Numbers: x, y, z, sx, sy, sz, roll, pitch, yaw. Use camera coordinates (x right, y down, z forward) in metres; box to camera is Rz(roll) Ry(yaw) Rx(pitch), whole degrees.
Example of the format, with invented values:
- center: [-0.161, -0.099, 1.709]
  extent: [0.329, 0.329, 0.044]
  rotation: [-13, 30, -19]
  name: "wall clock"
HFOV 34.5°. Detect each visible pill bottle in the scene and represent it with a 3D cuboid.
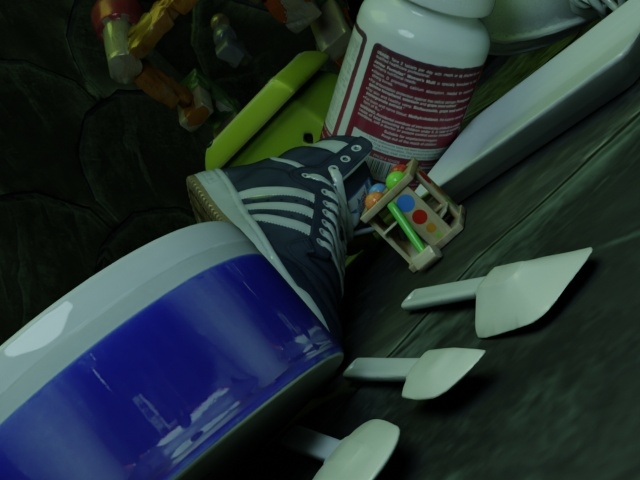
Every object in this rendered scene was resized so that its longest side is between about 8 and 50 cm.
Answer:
- center: [0.080, -0.150, 0.925]
  extent: [0.121, 0.121, 0.221]
  rotation: [-55, -14, -58]
  name: "pill bottle"

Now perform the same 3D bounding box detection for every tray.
- center: [0.170, -0.103, 0.792]
  extent: [0.145, 0.030, 0.270]
  rotation: [-51, 8, -36]
  name: "tray"

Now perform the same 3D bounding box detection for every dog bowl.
- center: [-0.114, 0.115, 0.602]
  extent: [0.265, 0.104, 0.265]
  rotation: [-41, -10, -9]
  name: "dog bowl"

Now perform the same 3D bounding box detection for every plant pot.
- center: [-0.026, -0.136, 1.521]
  extent: [0.227, 0.207, 0.228]
  rotation: [-42, 8, 29]
  name: "plant pot"

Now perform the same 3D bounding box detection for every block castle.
- center: [-0.109, -0.307, 1.665]
  extent: [0.303, 0.453, 0.212]
  rotation: [-40, 40, 21]
  name: "block castle"

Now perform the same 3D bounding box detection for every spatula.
- center: [0.047, 0.070, 0.562]
  extent: [0.168, 0.019, 0.242]
  rotation: [-48, 3, -12]
  name: "spatula"

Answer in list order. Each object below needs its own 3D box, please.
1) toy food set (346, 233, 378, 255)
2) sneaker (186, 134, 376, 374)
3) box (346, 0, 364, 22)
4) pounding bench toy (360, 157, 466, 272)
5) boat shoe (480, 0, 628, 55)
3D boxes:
- center: [-0.013, 0.041, 0.967]
  extent: [0.218, 0.071, 0.128]
  rotation: [-47, -18, -28]
  name: "toy food set"
- center: [0.000, 0.000, 0.814]
  extent: [0.153, 0.099, 0.282]
  rotation: [-17, 32, -14]
  name: "sneaker"
- center: [0.235, -0.437, 1.468]
  extent: [0.395, 0.212, 0.293]
  rotation: [-45, -8, 0]
  name: "box"
- center: [0.066, -0.018, 0.765]
  extent: [0.052, 0.065, 0.083]
  rotation: [-43, 7, 20]
  name: "pounding bench toy"
- center: [0.243, -0.246, 0.865]
  extent: [0.367, 0.136, 0.156]
  rotation: [-27, 20, 41]
  name: "boat shoe"
